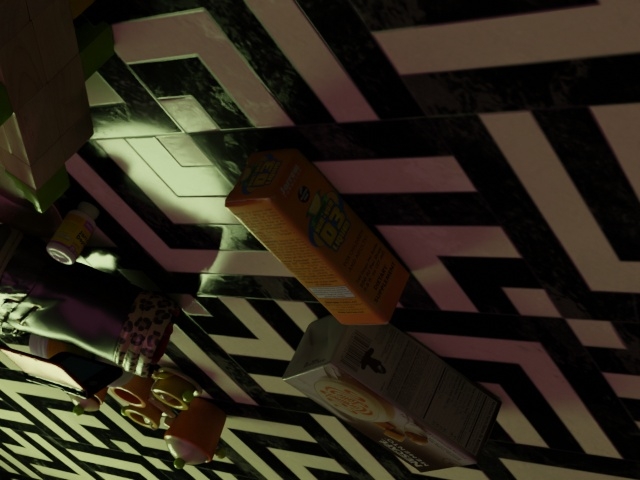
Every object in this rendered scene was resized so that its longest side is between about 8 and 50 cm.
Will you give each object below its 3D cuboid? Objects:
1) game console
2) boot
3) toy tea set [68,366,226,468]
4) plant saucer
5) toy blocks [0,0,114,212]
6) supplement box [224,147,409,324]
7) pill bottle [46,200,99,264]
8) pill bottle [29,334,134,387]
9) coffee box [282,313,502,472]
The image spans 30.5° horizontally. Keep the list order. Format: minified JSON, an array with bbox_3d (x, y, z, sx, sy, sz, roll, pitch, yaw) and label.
[{"bbox_3d":[-0.399,0.185,1.811,0.144,0.124,0.085,11,119,34],"label":"game console"},{"bbox_3d":[-0.367,0.113,1.778,0.284,0.138,0.377,23,158,-2],"label":"boot"},{"bbox_3d":[-0.321,0.316,2.102,0.336,0.124,0.200,0,143,41],"label":"toy tea set"},{"bbox_3d":[-0.434,-0.077,1.614,0.198,0.036,0.199,21,153,11],"label":"plant saucer"},{"bbox_3d":[-0.374,-0.224,1.189,0.261,0.191,0.381,33,154,14],"label":"toy blocks"},{"bbox_3d":[0.000,0.000,1.313,0.080,0.078,0.233,-5,140,46],"label":"supplement box"},{"bbox_3d":[-0.332,-0.012,1.583,0.043,0.083,0.043,21,153,11],"label":"pill bottle"},{"bbox_3d":[-0.397,0.181,1.958,0.184,0.103,0.103,8,147,33],"label":"pill bottle"},{"bbox_3d":[0.094,0.199,1.553,0.246,0.098,0.141,36,152,-17],"label":"coffee box"}]
